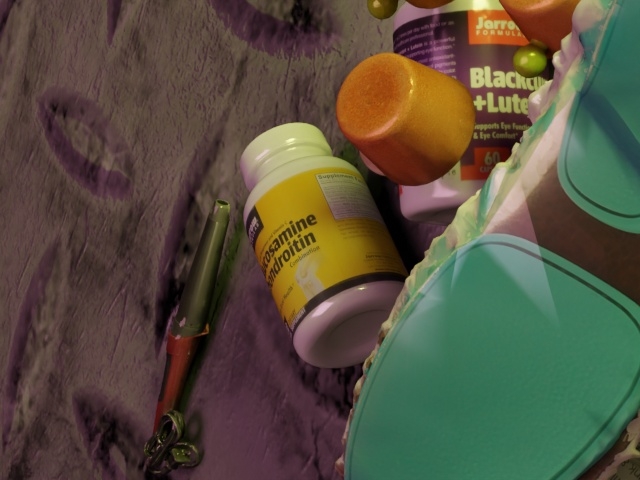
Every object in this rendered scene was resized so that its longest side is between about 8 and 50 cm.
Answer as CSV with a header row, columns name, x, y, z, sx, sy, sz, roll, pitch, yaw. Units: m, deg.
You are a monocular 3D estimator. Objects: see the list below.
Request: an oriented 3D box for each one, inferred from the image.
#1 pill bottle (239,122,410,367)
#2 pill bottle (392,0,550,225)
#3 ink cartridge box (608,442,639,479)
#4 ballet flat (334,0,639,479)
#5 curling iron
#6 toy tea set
name,x,y,z,sx,sy,sz,roll,pitch,yaw
pill bottle,0.000,0.000,1.151,0.103,0.103,0.184,-52,48,37
pill bottle,0.105,-0.112,1.017,0.108,0.108,0.193,-12,77,52
ink cartridge box,0.240,0.127,0.794,0.223,0.129,0.307,49,124,44
ballet flat,0.151,-0.009,0.723,0.147,0.147,0.409,55,127,41
curling iron,-0.115,0.093,1.354,0.068,0.035,0.274,30,111,46
toy tea set,0.142,-0.171,0.906,0.336,0.124,0.200,-38,52,21
